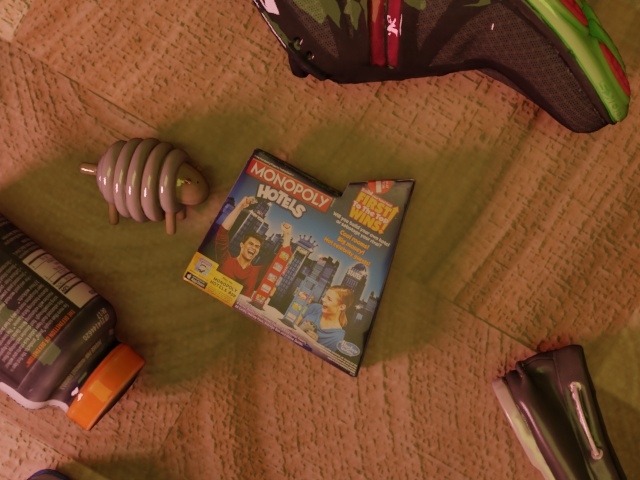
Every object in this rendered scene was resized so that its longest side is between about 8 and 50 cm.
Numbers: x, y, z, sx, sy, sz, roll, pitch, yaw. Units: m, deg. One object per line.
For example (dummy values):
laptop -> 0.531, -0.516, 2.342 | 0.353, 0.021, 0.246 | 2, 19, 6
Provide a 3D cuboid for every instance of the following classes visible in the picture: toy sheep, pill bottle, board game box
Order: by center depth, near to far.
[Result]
pill bottle -> -0.287, 0.073, 1.178 | 0.246, 0.130, 0.130 | 39, 95, 1
toy sheep -> -0.171, -0.057, 1.189 | 0.132, 0.091, 0.091 | 7, 94, 8
board game box -> 0.000, 0.000, 1.193 | 0.194, 0.060, 0.194 | 31, 94, 1

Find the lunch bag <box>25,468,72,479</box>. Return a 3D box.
lunch bag -> -0.293, 0.353, 1.217 | 0.219, 0.090, 0.176 | -45, 89, 5

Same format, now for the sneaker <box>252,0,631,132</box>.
sneaker -> 0.063, -0.225, 1.140 | 0.483, 0.185, 0.202 | 29, 113, 4

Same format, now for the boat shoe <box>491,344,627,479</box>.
boat shoe -> 0.281, 0.255, 1.167 | 0.096, 0.112, 0.335 | -30, 88, 9
